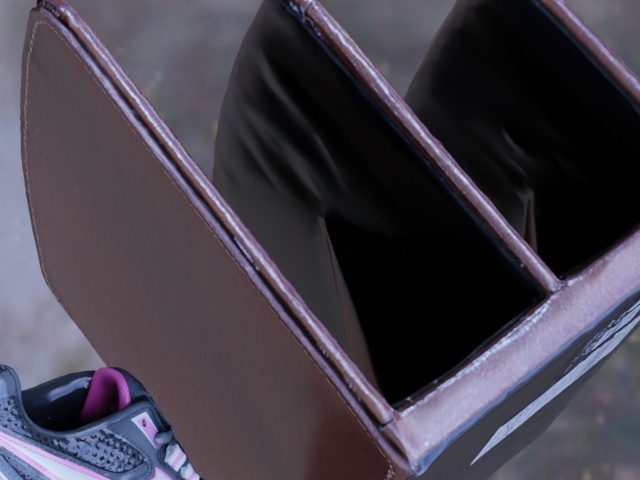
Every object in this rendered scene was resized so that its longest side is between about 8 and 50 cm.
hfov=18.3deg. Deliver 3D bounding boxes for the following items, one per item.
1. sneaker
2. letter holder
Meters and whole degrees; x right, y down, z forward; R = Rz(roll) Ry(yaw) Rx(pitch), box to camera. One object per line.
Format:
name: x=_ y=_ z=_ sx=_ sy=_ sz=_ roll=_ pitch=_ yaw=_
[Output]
sneaker: x=-0.069 y=0.086 z=0.694 sx=0.178 sy=0.072 sz=0.077 roll=21 pitch=91 yaw=-44
letter holder: x=0.000 y=0.000 z=0.782 sx=0.152 sy=0.214 sz=0.302 roll=-37 pitch=168 yaw=-18
